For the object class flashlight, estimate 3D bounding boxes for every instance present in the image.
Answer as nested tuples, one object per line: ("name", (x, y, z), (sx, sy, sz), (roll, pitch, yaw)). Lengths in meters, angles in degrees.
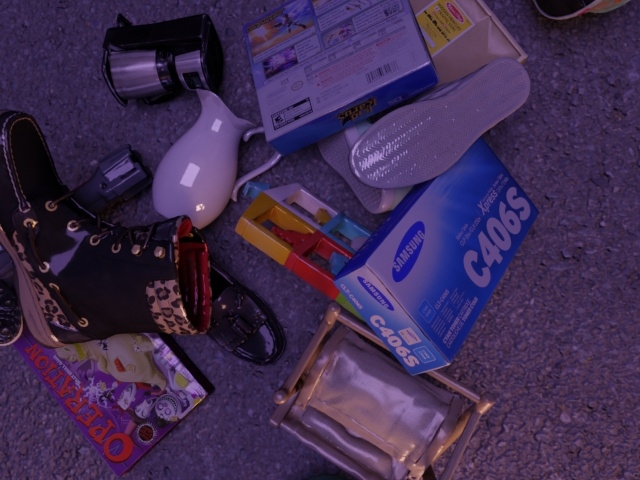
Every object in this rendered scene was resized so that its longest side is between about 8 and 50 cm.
("flashlight", (-0.433, -0.054, 1.081), (0.304, 0.103, 0.103), (-35, 83, -1))

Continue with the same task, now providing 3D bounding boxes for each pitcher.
("pitcher", (-0.167, -0.118, 1.042), (0.177, 0.125, 0.207), (25, 94, -24))

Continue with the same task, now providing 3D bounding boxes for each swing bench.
("swing bench", (0.072, 0.250, 0.919), (0.253, 0.255, 0.165), (31, 68, 8))

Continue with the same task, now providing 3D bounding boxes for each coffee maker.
("coffee maker", (-0.262, -0.322, 1.067), (0.178, 0.120, 0.171), (-6, 83, 6))

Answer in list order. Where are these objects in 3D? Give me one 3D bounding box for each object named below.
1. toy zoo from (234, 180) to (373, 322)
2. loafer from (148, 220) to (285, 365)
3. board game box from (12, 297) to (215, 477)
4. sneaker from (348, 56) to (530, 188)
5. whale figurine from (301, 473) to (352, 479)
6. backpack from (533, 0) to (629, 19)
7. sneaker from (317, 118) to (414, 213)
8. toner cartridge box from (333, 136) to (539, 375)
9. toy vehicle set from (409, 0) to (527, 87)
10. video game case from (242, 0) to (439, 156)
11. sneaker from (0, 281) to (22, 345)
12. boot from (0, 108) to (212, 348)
("toy zoo", (0.000, 0.000, 0.972), (0.293, 0.192, 0.030), (34, 120, 9))
("loafer", (-0.181, 0.088, 1.029), (0.109, 0.095, 0.302), (-44, 81, 1))
("board game box", (-0.367, 0.193, 1.071), (0.208, 0.056, 0.347), (-44, 81, 6))
("sneaker", (0.148, -0.156, 0.929), (0.292, 0.169, 0.108), (-30, 98, -15))
("whale figurine", (0.012, 0.482, 0.963), (0.216, 0.141, 0.272), (-14, 107, -14))
("backpack", (0.399, -0.466, 0.938), (0.191, 0.225, 0.254), (-11, 82, -24))
("sneaker", (0.094, -0.151, 1.035), (0.151, 0.094, 0.256), (-10, 56, -31))
("toner cartridge box", (0.175, 0.003, 0.877), (0.165, 0.075, 0.348), (49, 50, -7))
("toy vehicle set", (0.191, -0.349, 1.050), (0.166, 0.035, 0.267), (-36, 81, 3))
("video game case", (0.022, -0.292, 0.992), (0.269, 0.061, 0.244), (-22, 62, 17))
("sneaker", (-0.573, 0.101, 1.070), (0.237, 0.086, 0.085), (35, 59, 25))
("boot", (-0.323, -0.012, 0.931), (0.284, 0.138, 0.377), (-2, 108, 15))
